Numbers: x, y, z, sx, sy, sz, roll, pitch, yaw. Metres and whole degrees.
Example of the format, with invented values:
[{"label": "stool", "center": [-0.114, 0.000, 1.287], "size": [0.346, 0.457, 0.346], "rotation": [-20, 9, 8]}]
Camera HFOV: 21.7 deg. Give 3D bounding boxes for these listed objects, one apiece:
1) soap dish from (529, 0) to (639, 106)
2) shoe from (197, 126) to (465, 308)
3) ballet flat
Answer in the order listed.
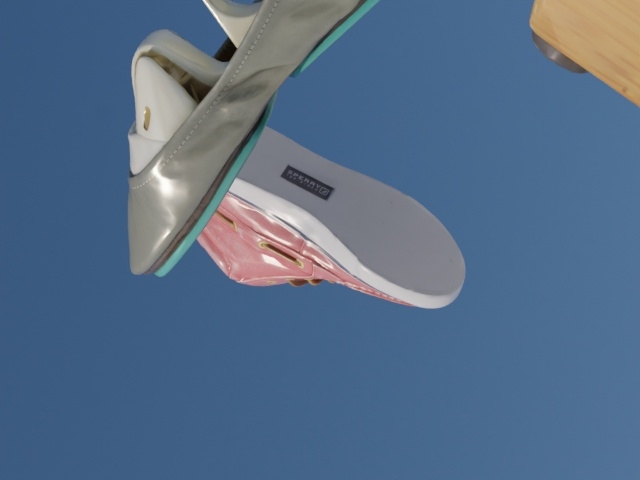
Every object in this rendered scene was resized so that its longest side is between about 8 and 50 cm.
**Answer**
[{"label": "soap dish", "center": [0.196, -0.099, 0.602], "size": [0.118, 0.229, 0.291], "rotation": [-56, 0, 28]}, {"label": "shoe", "center": [0.000, 0.000, 0.995], "size": [0.063, 0.178, 0.081], "rotation": [-52, -11, -38]}, {"label": "ballet flat", "center": [-0.034, -0.075, 0.650], "size": [0.068, 0.213, 0.072], "rotation": [34, -150, -12]}]
